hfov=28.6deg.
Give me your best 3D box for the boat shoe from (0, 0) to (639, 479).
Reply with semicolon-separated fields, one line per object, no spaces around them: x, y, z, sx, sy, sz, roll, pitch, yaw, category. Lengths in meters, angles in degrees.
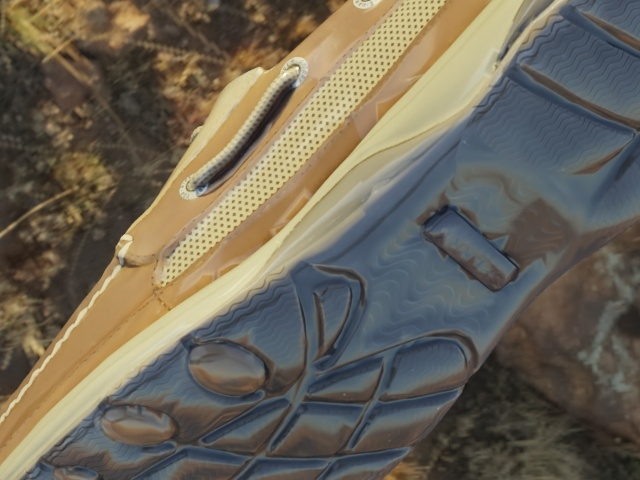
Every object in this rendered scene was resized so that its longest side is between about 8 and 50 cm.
0.000;0.000;0.448;0.324;0.116;0.123;-40;133;5;boat shoe
